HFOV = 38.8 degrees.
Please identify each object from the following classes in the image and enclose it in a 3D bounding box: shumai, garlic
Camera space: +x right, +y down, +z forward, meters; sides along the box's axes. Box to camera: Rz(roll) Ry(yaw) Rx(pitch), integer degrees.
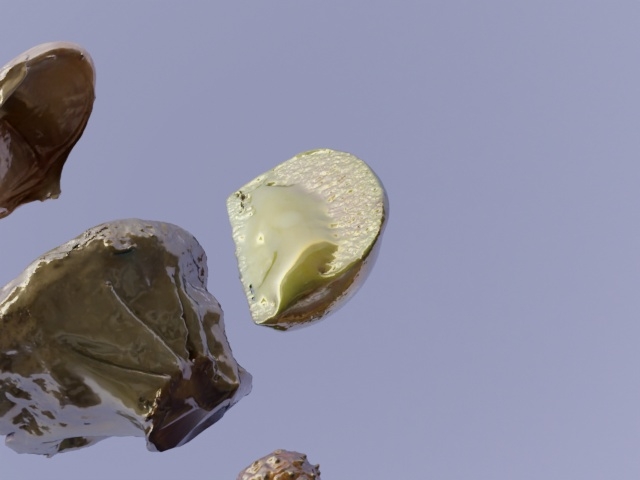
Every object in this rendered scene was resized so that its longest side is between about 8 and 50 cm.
[{"bbox_3d":[-0.135,0.092,0.628,0.201,0.120,0.201,-29,-40,-27],"label":"shumai"},{"bbox_3d":[-0.250,-0.093,0.756,0.174,0.124,0.099,-50,-60,-18],"label":"garlic"}]

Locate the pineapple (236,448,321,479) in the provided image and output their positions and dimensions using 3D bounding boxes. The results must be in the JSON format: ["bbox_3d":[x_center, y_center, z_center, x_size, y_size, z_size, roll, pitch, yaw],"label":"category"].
[{"bbox_3d":[-0.021,0.441,1.233,0.170,0.310,0.141,-37,-42,3],"label":"pineapple"}]

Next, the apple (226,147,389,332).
[{"bbox_3d":[0.000,0.000,1.076,0.193,0.265,0.120,-28,-52,6],"label":"apple"}]
